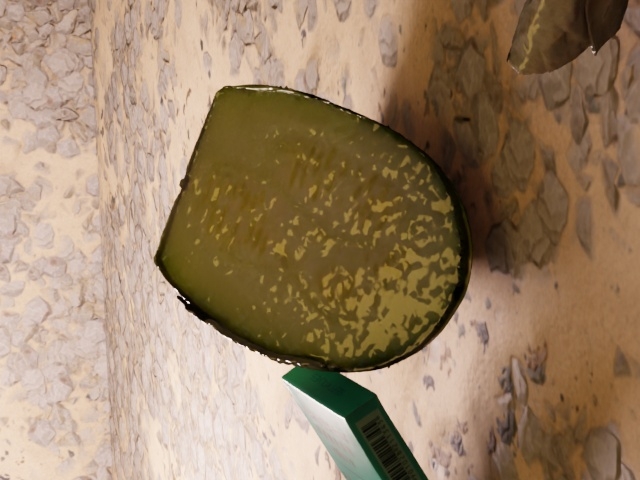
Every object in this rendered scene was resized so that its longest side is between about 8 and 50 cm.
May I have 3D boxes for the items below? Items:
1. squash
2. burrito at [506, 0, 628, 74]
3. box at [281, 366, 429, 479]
[{"bbox_3d":[0.000,0.000,1.207,0.234,0.210,0.309,-67,19,4],"label":"squash"},{"bbox_3d":[0.182,-0.214,0.867,0.060,0.087,0.226,34,126,31],"label":"burrito"},{"bbox_3d":[0.060,0.215,1.195,0.226,0.042,0.161,59,167,-17],"label":"box"}]
